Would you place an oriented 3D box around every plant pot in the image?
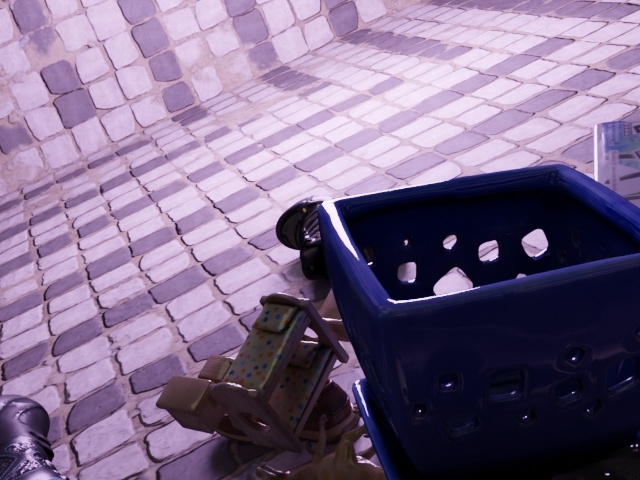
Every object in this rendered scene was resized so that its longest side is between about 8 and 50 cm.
[{"bbox_3d":[0.136,0.082,0.764,0.235,0.212,0.236,-10,21,-8],"label":"plant pot"}]

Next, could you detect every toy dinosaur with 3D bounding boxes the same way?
[{"bbox_3d":[0.026,0.203,0.872,0.183,0.053,0.093,-12,38,42],"label":"toy dinosaur"}]

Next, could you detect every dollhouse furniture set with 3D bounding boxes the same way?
[{"bbox_3d":[-0.065,0.092,0.941,0.160,0.101,0.182,2,50,37],"label":"dollhouse furniture set"}]

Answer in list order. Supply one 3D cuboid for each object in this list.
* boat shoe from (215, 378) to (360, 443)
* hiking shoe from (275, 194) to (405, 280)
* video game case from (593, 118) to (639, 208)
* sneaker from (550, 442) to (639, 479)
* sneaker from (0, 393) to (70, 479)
[{"bbox_3d":[-0.044,0.166,0.985,0.178,0.060,0.064,-7,27,34],"label":"boat shoe"},{"bbox_3d":[0.000,0.000,1.290,0.114,0.086,0.226,-34,25,-35],"label":"hiking shoe"},{"bbox_3d":[0.413,-0.031,0.909,0.299,0.036,0.329,-3,35,18],"label":"video game case"},{"bbox_3d":[0.150,0.225,0.570,0.482,0.185,0.202,-3,12,33],"label":"sneaker"},{"bbox_3d":[-0.308,0.268,0.979,0.139,0.125,0.341,5,18,-6],"label":"sneaker"}]
